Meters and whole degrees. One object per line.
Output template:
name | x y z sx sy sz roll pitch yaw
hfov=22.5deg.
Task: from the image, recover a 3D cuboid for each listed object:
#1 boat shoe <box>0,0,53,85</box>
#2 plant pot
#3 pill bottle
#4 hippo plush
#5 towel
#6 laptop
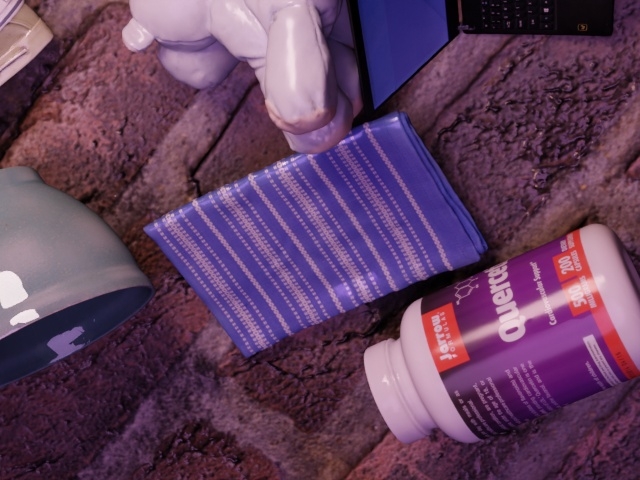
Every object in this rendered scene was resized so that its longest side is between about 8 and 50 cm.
boat shoe | -0.430 -0.161 1.837 0.094 0.109 0.302 42 107 -14
plant pot | -0.364 0.038 1.842 0.293 0.293 0.196 -31 81 16
pill bottle | 0.220 0.119 1.858 0.323 0.181 0.181 -25 109 14
hippo plush | -0.090 -0.217 1.701 0.237 0.234 0.294 1 155 17
towel | 0.000 0.000 1.864 0.336 0.040 0.243 -24 129 14
laptop | 0.173 -0.245 1.676 0.264 0.136 0.234 2 148 10
